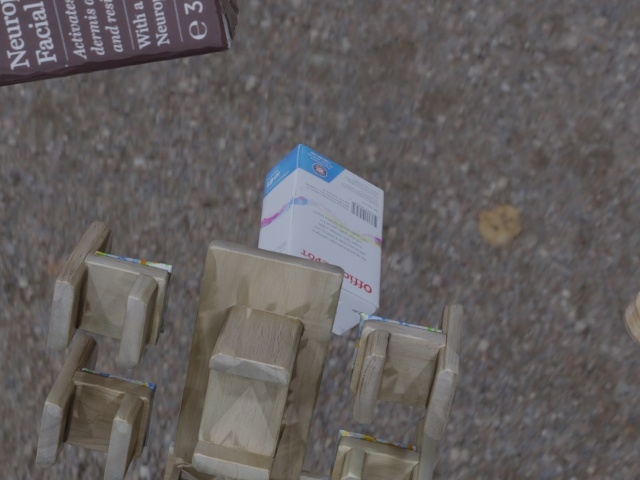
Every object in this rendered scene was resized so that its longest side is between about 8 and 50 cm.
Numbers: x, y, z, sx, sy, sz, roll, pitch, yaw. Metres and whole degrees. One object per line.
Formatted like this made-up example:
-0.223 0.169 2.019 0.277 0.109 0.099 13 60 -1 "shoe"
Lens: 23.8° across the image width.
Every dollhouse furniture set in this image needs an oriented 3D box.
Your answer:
-0.042 0.106 0.887 0.212 0.242 0.161 12 26 2 "dollhouse furniture set"

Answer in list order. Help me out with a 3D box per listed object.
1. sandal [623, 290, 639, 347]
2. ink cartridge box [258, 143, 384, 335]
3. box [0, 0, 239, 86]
0.334 0.065 1.069 0.240 0.079 0.088 16 38 -21 "sandal"
0.000 0.000 1.179 0.088 0.052 0.122 29 43 -26 "ink cartridge box"
-0.252 -0.189 0.887 0.381 0.191 0.143 -9 26 1 "box"
